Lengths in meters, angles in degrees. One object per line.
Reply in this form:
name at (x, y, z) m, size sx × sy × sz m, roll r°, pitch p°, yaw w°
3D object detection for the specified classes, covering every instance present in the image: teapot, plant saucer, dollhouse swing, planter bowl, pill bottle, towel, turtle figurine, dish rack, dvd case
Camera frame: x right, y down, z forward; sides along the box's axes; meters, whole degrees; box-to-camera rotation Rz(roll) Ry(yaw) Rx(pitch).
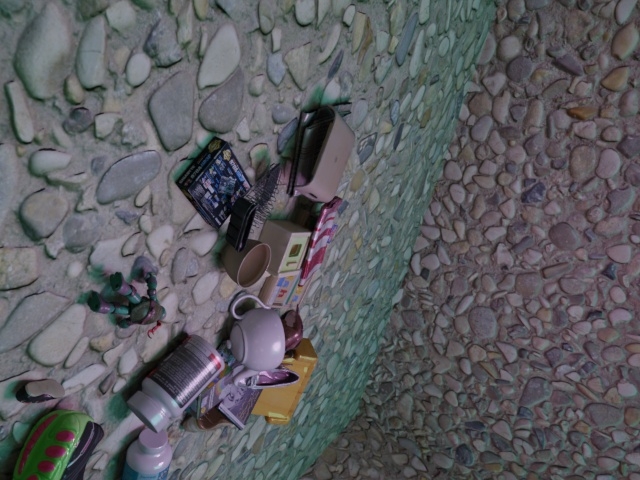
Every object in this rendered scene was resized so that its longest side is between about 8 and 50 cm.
teapot at (-0.255, 0.363, 1.872) m, size 0.187 × 0.256 × 0.252 m, roll -1°, pitch 143°, yaw -28°
plant saucer at (-0.131, 0.398, 2.263) m, size 0.168 × 0.029 × 0.168 m, roll 16°, pitch 72°, yaw -60°
dollhouse swing at (-0.229, 0.612, 2.327) m, size 0.346 × 0.305 × 0.315 m, roll -66°, pitch -163°, yaw 7°
planter bowl at (-0.255, 0.061, 1.660) m, size 0.162 × 0.109 × 0.162 m, roll -45°, pitch 150°, yaw -35°
pill bottle at (-0.454, 0.448, 1.601) m, size 0.283 × 0.161 × 0.161 m, roll -45°, pitch 150°, yaw -33°
towel at (0.010, -0.334, 1.840) m, size 0.312 × 0.056 × 0.324 m, roll -30°, pitch 139°, yaw -49°
turtle figurine at (-0.479, 0.167, 1.338) m, size 0.175 × 0.118 × 0.234 m, roll -59°, pitch 150°, yaw -7°
dish rack at (-0.190, -0.111, 1.574) m, size 0.271 × 0.074 × 0.208 m, roll -51°, pitch 172°, yaw -42°
towel at (0.000, 0.000, 1.956) m, size 0.237 × 0.037 × 0.329 m, roll -44°, pitch 153°, yaw -68°
pill bottle at (-0.579, 0.756, 1.689) m, size 0.146 × 0.146 × 0.264 m, roll -17°, pitch 129°, yaw -57°
dvd case at (-0.317, 0.627, 2.061) m, size 0.164 × 0.018 × 0.221 m, roll 56°, pitch 43°, yaw -29°

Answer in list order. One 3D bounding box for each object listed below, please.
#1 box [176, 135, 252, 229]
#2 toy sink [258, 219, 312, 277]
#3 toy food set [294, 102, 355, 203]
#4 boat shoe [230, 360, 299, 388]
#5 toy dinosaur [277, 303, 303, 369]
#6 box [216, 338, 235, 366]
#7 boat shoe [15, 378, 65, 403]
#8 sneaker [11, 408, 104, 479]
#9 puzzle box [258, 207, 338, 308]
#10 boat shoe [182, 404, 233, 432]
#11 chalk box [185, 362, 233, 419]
box at (-0.292, -0.157, 1.436) m, size 0.175 × 0.051 × 0.220 m, roll -55°, pitch 154°, yaw -17°
toy sink at (-0.145, 0.055, 1.839) m, size 0.153 × 0.131 × 0.234 m, roll -2°, pitch 116°, yaw -62°
toy food set at (0.013, -0.291, 1.754) m, size 0.306 × 0.092 × 0.220 m, roll -70°, pitch 158°, yaw -3°
boat shoe at (-0.236, 0.546, 2.065) m, size 0.320 × 0.103 × 0.118 m, roll 19°, pitch 67°, yaw -36°
toy dinosaur at (-0.141, 0.410, 2.052) m, size 0.127 × 0.200 × 0.295 m, roll 42°, pitch 86°, yaw -22°
box at (-0.365, 0.441, 1.927) m, size 0.094 × 0.027 × 0.137 m, roll -54°, pitch 154°, yaw -22°
boat shoe at (-0.678, 0.368, 1.234) m, size 0.042 × 0.049 × 0.133 m, roll -33°, pitch 161°, yaw 3°
sneaker at (-0.717, 0.671, 1.294) m, size 0.482 × 0.185 × 0.202 m, roll -57°, pitch 151°, yaw -9°
puzzle box at (-0.086, 0.086, 2.062) m, size 0.272 × 0.052 × 0.408 m, roll 17°, pitch 99°, yaw -62°
boat shoe at (-0.420, 0.697, 2.011) m, size 0.098 × 0.109 × 0.302 m, roll -26°, pitch 164°, yaw 20°
chalk box at (-0.426, 0.512, 1.760) m, size 0.213 × 0.132 × 0.132 m, roll -29°, pitch 140°, yaw -49°
